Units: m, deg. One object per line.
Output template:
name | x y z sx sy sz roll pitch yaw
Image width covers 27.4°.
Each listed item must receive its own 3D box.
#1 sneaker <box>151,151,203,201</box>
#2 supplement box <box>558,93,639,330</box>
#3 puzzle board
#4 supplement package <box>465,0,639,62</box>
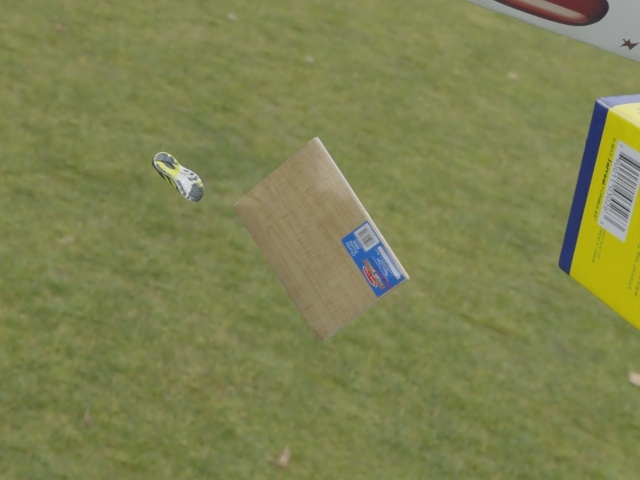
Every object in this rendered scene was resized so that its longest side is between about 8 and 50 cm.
sneaker | -0.182 -0.083 1.674 0.083 0.031 0.035 48 -14 -22
supplement box | 0.418 0.012 1.229 0.194 0.195 0.356 -7 29 -27
puzzle board | 0.000 0.000 0.997 0.128 0.096 0.011 57 31 7
supplement package | 0.160 -0.205 0.742 0.244 0.139 0.133 12 54 -29
